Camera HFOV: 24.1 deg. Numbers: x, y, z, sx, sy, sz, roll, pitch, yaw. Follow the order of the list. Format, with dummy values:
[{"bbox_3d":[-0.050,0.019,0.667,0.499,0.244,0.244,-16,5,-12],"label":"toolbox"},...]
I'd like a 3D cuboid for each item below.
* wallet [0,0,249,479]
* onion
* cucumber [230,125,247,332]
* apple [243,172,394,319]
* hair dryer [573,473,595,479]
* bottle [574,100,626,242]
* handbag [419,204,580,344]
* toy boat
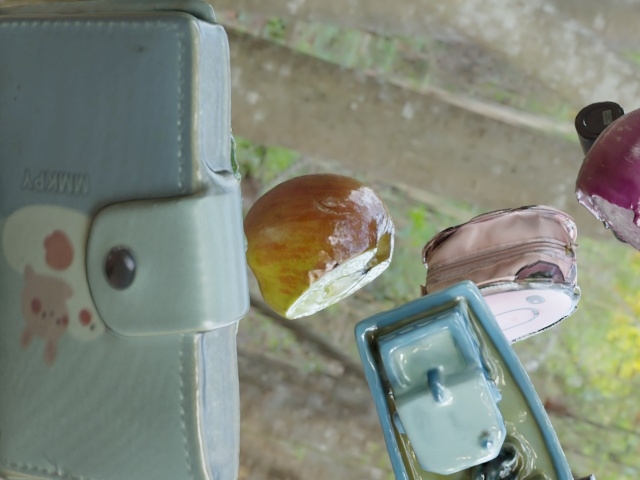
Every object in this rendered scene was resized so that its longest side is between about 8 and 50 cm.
[{"bbox_3d":[-0.156,0.008,1.069,0.083,0.252,0.360,-9,100,-51],"label":"wallet"},{"bbox_3d":[0.425,-0.076,1.854,0.200,0.207,0.200,-54,-169,15],"label":"onion"},{"bbox_3d":[-0.119,0.021,1.303,0.134,0.134,0.244,104,-26,-79],"label":"cucumber"},{"bbox_3d":[0.000,0.000,1.796,0.195,0.173,0.160,16,57,-75],"label":"apple"},{"bbox_3d":[0.234,0.349,1.992,0.320,0.284,0.155,-53,135,-67],"label":"hair dryer"},{"bbox_3d":[0.419,-0.091,2.133,0.244,0.082,0.072,60,34,-44],"label":"bottle"},{"bbox_3d":[0.219,0.047,1.818,0.179,0.205,0.116,49,28,-58],"label":"handbag"},{"bbox_3d":[0.139,0.205,1.286,0.133,0.145,0.331,-66,134,-79],"label":"toy boat"}]
